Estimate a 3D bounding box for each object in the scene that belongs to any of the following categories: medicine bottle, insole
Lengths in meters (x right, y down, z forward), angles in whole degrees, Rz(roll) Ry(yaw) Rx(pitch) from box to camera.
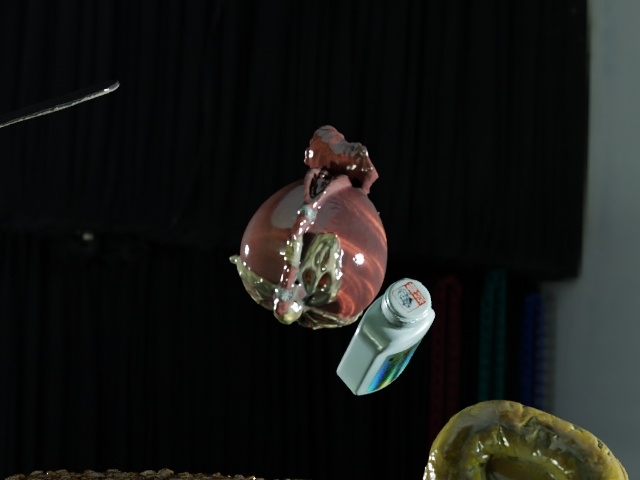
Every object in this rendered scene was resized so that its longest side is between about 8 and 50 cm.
[{"bbox_3d":[0.101,0.136,1.858,0.121,0.083,0.229,-32,163,-27],"label":"medicine bottle"},{"bbox_3d":[-0.407,-0.134,1.530,0.348,0.009,0.119,-18,-164,0],"label":"insole"}]

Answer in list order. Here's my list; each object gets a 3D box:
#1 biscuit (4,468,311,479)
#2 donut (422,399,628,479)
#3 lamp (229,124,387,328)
[{"bbox_3d":[-0.130,0.218,1.094,0.305,0.038,0.305,3,172,0],"label":"biscuit"},{"bbox_3d":[0.257,0.318,1.615,0.261,0.208,0.128,15,161,14],"label":"donut"},{"bbox_3d":[0.008,0.008,1.337,0.151,0.223,0.215,34,154,18],"label":"lamp"}]
